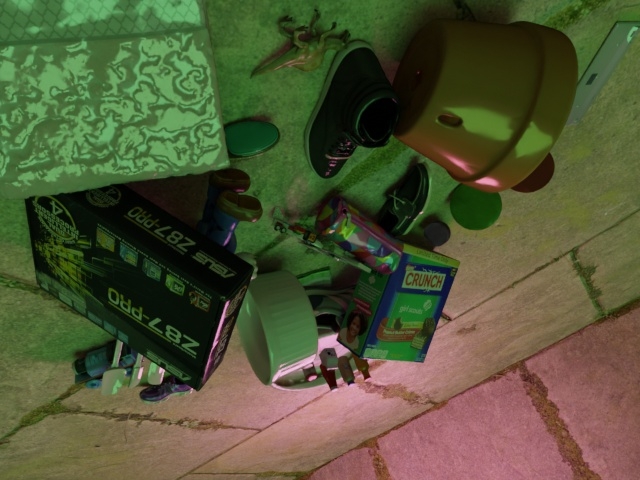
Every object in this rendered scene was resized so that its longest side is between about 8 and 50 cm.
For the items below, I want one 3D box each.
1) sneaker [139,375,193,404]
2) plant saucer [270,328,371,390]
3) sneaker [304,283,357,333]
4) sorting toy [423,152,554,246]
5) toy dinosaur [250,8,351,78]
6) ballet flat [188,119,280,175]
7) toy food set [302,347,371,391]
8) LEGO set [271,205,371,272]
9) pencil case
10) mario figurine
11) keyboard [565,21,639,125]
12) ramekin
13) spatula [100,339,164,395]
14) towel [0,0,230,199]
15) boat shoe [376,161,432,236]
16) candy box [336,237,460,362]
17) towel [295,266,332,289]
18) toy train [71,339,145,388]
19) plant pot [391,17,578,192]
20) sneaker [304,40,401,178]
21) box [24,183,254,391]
[{"bbox_3d":[-0.485,0.459,1.540,0.170,0.068,0.071,-11,128,-29],"label":"sneaker"},{"bbox_3d":[0.001,0.368,1.626,0.401,0.100,0.400,-15,144,-11],"label":"plant saucer"},{"bbox_3d":[0.071,0.203,1.384,0.319,0.131,0.112,-5,139,-19],"label":"sneaker"},{"bbox_3d":[0.432,-0.111,1.261,0.365,0.127,0.126,-41,170,29],"label":"sorting toy"},{"bbox_3d":[-0.032,-0.306,0.781,0.183,0.053,0.092,-21,146,-2],"label":"toy dinosaur"},{"bbox_3d":[-0.175,-0.168,0.890,0.206,0.073,0.067,-13,171,-7],"label":"ballet flat"},{"bbox_3d":[0.039,0.410,1.526,0.232,0.104,0.111,6,136,-33],"label":"toy food set"},{"bbox_3d":[0.000,0.000,1.106,0.244,0.182,0.060,30,83,-58],"label":"LEGO set"},{"bbox_3d":[0.093,-0.010,1.137,0.236,0.104,0.104,33,119,-31],"label":"pencil case"},{"bbox_3d":[-0.196,0.018,0.970,0.170,0.198,0.320,30,123,-5],"label":"mario figurine"},{"bbox_3d":[0.609,-0.360,1.083,0.072,0.014,0.256,-4,141,-15],"label":"keyboard"},{"bbox_3d":[-0.115,0.207,1.223,0.135,0.277,0.277,-14,144,-23],"label":"ramekin"},{"bbox_3d":[-0.467,0.289,1.260,0.168,0.019,0.242,3,114,-40],"label":"spatula"},{"bbox_3d":[-0.306,-0.220,0.671,0.332,0.053,0.317,-10,124,-15],"label":"towel"},{"bbox_3d":[0.197,-0.088,1.155,0.079,0.084,0.233,-6,144,-22],"label":"boat shoe"},{"bbox_3d":[0.219,0.163,1.336,0.268,0.122,0.317,15,95,-40],"label":"candy box"},{"bbox_3d":[-0.019,0.137,1.385,0.113,0.023,0.152,-17,144,-9],"label":"towel"},{"bbox_3d":[-0.569,0.327,1.301,0.184,0.080,0.105,-17,136,-7],"label":"toy train"},{"bbox_3d":[0.249,-0.247,0.837,0.204,0.290,0.291,13,134,-17],"label":"plant pot"},{"bbox_3d":[0.051,-0.191,0.893,0.105,0.147,0.295,-7,143,-23],"label":"sneaker"},{"bbox_3d":[-0.330,0.062,0.863,0.097,0.395,0.318,-53,172,-44],"label":"box"}]
